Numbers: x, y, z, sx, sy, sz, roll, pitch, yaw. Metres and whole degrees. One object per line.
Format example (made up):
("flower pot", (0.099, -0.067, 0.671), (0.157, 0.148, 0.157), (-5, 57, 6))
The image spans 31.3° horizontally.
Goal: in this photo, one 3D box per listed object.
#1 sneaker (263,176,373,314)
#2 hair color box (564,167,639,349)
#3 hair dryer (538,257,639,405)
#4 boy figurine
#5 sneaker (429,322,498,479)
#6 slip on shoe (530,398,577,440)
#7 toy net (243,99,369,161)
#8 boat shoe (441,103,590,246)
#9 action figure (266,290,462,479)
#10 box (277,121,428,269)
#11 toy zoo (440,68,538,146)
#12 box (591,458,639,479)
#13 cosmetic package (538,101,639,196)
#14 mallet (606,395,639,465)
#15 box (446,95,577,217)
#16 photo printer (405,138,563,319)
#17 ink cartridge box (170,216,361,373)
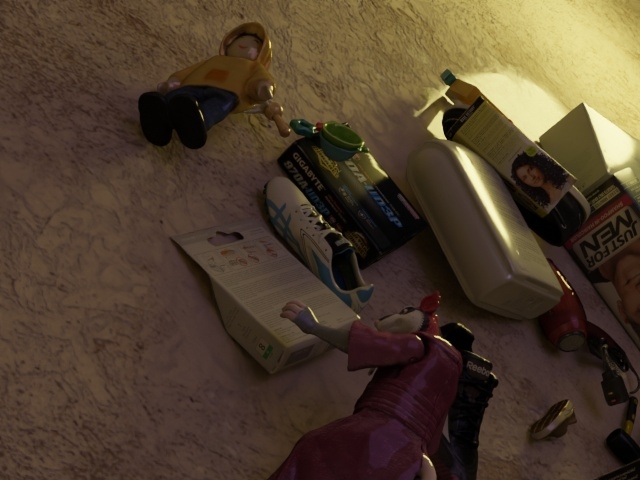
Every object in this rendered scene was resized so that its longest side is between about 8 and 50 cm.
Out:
("sneaker", (0.000, 0.000, 1.627), (0.085, 0.086, 0.237), (-10, 63, -51))
("hair color box", (0.625, 0.050, 2.223), (0.347, 0.174, 0.105), (55, 34, 10))
("hair dryer", (0.458, 0.163, 2.032), (0.294, 0.080, 0.223), (61, 18, 8))
("boy figurine", (-0.138, -0.226, 1.636), (0.285, 0.177, 0.092), (-51, 140, -48))
("sneaker", (0.180, 0.226, 1.560), (0.097, 0.135, 0.276), (28, 39, -32))
("slip on shoe", (0.370, 0.292, 1.798), (0.041, 0.051, 0.135), (64, 28, 2))
("toy net", (-0.034, -0.191, 1.747), (0.232, 0.045, 0.122), (30, 28, 10))
("boat shoe", (0.347, -0.113, 2.125), (0.340, 0.127, 0.113), (42, 58, -10))
("action figure", (0.083, 0.207, 1.325), (0.248, 0.275, 0.370), (47, 57, -34))
("box", (0.053, -0.073, 1.793), (0.220, 0.051, 0.175), (53, 33, 7))
("toy zoo", (0.341, -0.224, 2.220), (0.293, 0.030, 0.192), (42, 3, -11))
("box", (0.545, 0.398, 1.700), (0.247, 0.163, 0.142), (1, 65, -23))
("cosmetic package", (0.606, -0.137, 2.430), (0.224, 0.138, 0.225), (26, 38, -31))
("mallet", (0.539, 0.327, 1.971), (0.062, 0.039, 0.189), (52, 29, 3))
("box", (0.341, -0.149, 2.045), (0.232, 0.087, 0.058), (40, -6, 4))
("photo printer", (0.267, -0.027, 1.914), (0.256, 0.107, 0.308), (19, 41, -57))
("ink cartridge box", (-0.078, 0.068, 1.516), (0.224, 0.056, 0.181), (40, 29, 22))
